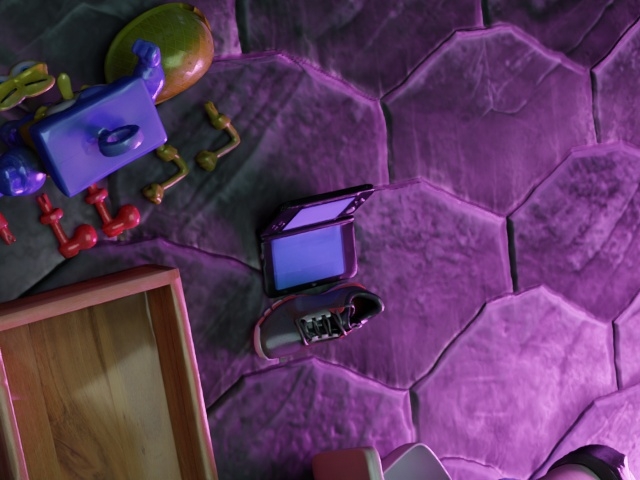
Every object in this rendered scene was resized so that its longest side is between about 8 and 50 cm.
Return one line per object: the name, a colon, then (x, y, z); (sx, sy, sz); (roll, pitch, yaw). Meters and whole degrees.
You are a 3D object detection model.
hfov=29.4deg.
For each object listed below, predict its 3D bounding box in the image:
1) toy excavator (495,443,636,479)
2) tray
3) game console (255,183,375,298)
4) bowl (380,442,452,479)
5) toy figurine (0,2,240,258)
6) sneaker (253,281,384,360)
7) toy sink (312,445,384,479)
toy excavator: (0.238, 0.513, 1.409); (0.222, 0.445, 0.433); (-16, 70, -54)
tray: (-0.205, 0.246, 1.192); (0.203, 0.076, 0.411); (-16, 101, -33)
game console: (0.000, 0.000, 1.312); (0.122, 0.107, 0.071); (-14, 73, -32)
bowl: (0.088, 0.314, 1.400); (0.142, 0.053, 0.142); (-42, 114, -24)
toy figurine: (-0.184, -0.084, 1.099); (0.362, 0.217, 0.191); (-31, 110, -26)
sneaker: (0.001, 0.085, 1.319); (0.158, 0.065, 0.061); (-25, 106, -29)
toy sink: (-0.010, 0.338, 1.247); (0.131, 0.153, 0.234); (-5, 81, -24)
